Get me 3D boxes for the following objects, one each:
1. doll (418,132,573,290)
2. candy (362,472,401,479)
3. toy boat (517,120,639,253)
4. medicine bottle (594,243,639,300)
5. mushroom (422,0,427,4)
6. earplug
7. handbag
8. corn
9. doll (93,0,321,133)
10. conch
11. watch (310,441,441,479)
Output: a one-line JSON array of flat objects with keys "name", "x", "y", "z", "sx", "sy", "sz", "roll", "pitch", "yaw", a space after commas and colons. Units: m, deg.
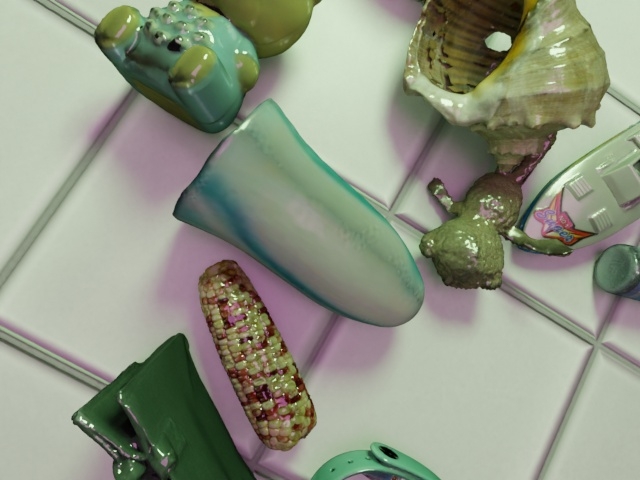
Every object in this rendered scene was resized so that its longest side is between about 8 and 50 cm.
[{"name": "doll", "x": 0.252, "y": -0.062, "z": 0.671, "sx": 0.203, "sy": 0.091, "sz": 0.285, "roll": 8, "pitch": 73, "yaw": -2}, {"name": "candy", "x": 0.074, "y": 0.321, "z": 0.624, "sx": 0.083, "sy": 0.020, "sz": 0.030, "roll": 26, "pitch": 96, "yaw": -10}, {"name": "toy boat", "x": 0.429, "y": -0.067, "z": 0.697, "sx": 0.296, "sy": 0.088, "sz": 0.129, "roll": -32, "pitch": 90, "yaw": -5}, {"name": "medicine bottle", "x": 0.548, "y": 0.064, "z": 0.710, "sx": 0.204, "sy": 0.083, "sz": 0.083, "roll": 12, "pitch": 82, "yaw": -10}, {"name": "mushroom", "x": 0.168, "y": -0.503, "z": 0.638, "sx": 0.195, "sy": 0.189, "sz": 0.253, "roll": -43, "pitch": 99, "yaw": -10}, {"name": "earplug", "x": 0.000, "y": 0.000, "z": 0.573, "sx": 0.324, "sy": 0.185, "sz": 0.185, "roll": 40, "pitch": 79, "yaw": -11}, {"name": "handbag", "x": -0.137, "y": 0.236, "z": 0.469, "sx": 0.079, "sy": 0.260, "sz": 0.247, "roll": -28, "pitch": 92, "yaw": -11}, {"name": "corn", "x": -0.086, "y": 0.143, "z": 0.578, "sx": 0.086, "sy": 0.086, "sz": 0.253, "roll": -24, "pitch": 88, "yaw": -12}, {"name": "doll", "x": -0.122, "y": -0.277, "z": 0.572, "sx": 0.177, "sy": 0.161, "sz": 0.260, "roll": 30, "pitch": 81, "yaw": 15}, {"name": "conch", "x": 0.253, "y": -0.262, "z": 0.633, "sx": 0.264, "sy": 0.186, "sz": 0.323, "roll": 6, "pitch": 85, "yaw": 7}, {"name": "watch", "x": 0.087, "y": 0.380, "z": 0.590, "sx": 0.237, "sy": 0.068, "sz": 0.194, "roll": 25, "pitch": 87, "yaw": -9}]
